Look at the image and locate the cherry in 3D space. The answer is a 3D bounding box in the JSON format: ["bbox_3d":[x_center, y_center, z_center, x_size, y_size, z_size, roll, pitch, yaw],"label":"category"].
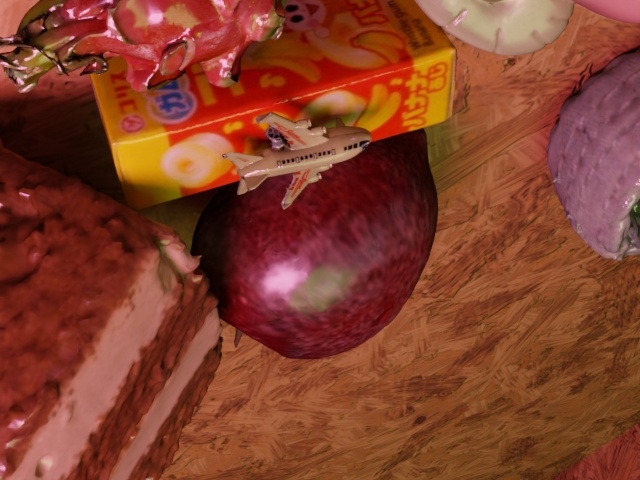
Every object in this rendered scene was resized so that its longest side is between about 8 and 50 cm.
[{"bbox_3d":[0.000,0.000,0.938,0.300,0.203,0.230,-46,142,8],"label":"cherry"}]

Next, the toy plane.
[{"bbox_3d":[-0.016,-0.066,0.707,0.111,0.040,0.102,-21,148,-6],"label":"toy plane"}]

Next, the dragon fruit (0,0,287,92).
[{"bbox_3d":[-0.127,-0.174,0.657,0.235,0.137,0.135,-17,145,-6],"label":"dragon fruit"}]

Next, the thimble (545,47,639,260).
[{"bbox_3d":[0.372,-0.103,1.052,0.204,0.172,0.250,21,125,-43],"label":"thimble"}]

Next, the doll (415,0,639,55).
[{"bbox_3d":[0.208,-0.265,0.714,0.268,0.216,0.284,22,107,-22],"label":"doll"}]

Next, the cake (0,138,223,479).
[{"bbox_3d":[-0.251,0.098,0.773,0.282,0.255,0.290,-61,160,-20],"label":"cake"}]

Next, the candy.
[{"bbox_3d":[-0.043,-0.134,0.761,0.276,0.146,0.088,-16,146,-9],"label":"candy"}]
